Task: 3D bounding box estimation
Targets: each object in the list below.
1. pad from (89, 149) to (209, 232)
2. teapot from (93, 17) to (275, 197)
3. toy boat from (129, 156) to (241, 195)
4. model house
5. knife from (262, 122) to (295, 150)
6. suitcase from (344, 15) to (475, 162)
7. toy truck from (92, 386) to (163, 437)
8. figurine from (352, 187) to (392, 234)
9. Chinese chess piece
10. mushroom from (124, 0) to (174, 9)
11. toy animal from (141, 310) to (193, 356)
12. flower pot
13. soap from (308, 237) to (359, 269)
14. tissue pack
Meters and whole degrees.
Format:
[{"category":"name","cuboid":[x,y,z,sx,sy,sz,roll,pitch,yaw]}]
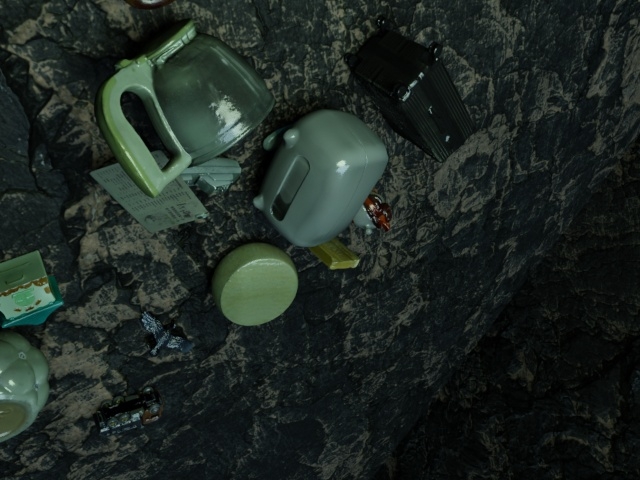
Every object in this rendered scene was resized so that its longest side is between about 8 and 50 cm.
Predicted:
[{"category":"pad","cuboid":[-0.368,-0.097,1.184,0.159,0.009,0.265,-17,150,5]},{"category":"teapot","cuboid":[-0.275,-0.269,1.027,0.321,0.239,0.239,-41,119,-7]},{"category":"toy boat","cuboid":[-0.304,-0.144,1.211,0.260,0.085,0.078,-7,162,-35]},{"category":"model house","cuboid":[-0.641,0.119,1.159,0.127,0.100,0.149,-23,139,-22]},{"category":"knife","cuboid":[-0.050,-0.281,1.353,0.221,0.031,0.064,-26,152,-24]},{"category":"suitcase","cuboid":[0.240,-0.371,1.357,0.152,0.230,0.335,-46,141,5]},{"category":"toy truck","cuboid":[-0.572,0.515,1.591,0.192,0.083,0.092,-11,131,-32]},{"category":"figurine","cuboid":[0.117,-0.109,1.495,0.160,0.226,0.184,-30,139,-14]},{"category":"Chinese chess piece","cuboid":[-0.187,0.124,1.519,0.250,0.101,0.251,-15,127,-21]},{"category":"mushroom","cuboid":[-0.232,-0.464,0.879,0.227,0.217,0.148,-48,142,6]},{"category":"toy animal","cuboid":[-0.441,0.270,1.495,0.108,0.062,0.220,-39,135,-4]},{"category":"flower pot","cuboid":[-0.736,0.330,1.192,0.246,0.195,0.246,-23,138,-22]},{"category":"soap","cuboid":[0.000,0.001,1.475,0.092,0.252,0.037,-3,123,-38]},{"category":"tissue pack","cuboid":[-0.010,-0.147,1.320,0.235,0.229,0.333,-17,147,-45]}]
